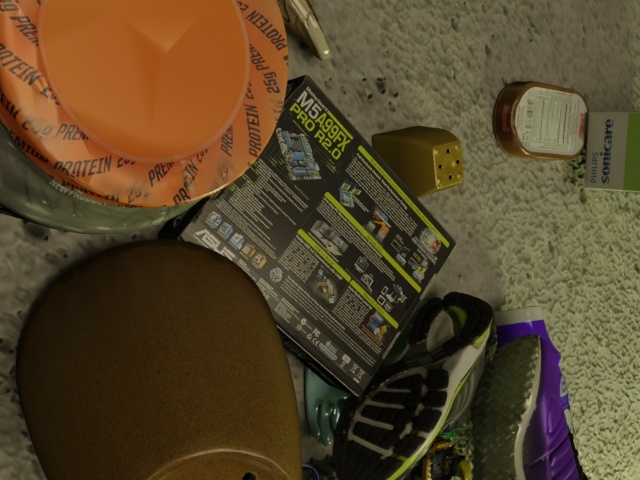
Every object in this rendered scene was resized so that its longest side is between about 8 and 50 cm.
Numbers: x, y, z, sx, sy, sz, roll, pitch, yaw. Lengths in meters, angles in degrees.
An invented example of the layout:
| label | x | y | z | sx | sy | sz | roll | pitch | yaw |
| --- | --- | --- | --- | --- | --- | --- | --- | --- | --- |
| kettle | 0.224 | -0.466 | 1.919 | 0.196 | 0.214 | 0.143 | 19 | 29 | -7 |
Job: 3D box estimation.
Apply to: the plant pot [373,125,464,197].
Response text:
| label | x | y | z | sx | sy | sz | roll | pitch | yaw |
| --- | --- | --- | --- | --- | --- | --- | --- | --- | --- |
| plant pot | 0.122 | -0.090 | 0.833 | 0.081 | 0.083 | 0.082 | -17 | 107 | -35 |

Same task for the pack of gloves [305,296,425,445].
| label | x | y | z | sx | sy | sz | roll | pitch | yaw |
| --- | --- | --- | --- | --- | --- | --- | --- | --- | --- |
| pack of gloves | 0.069 | 0.129 | 0.847 | 0.195 | 0.046 | 0.232 | -9 | 102 | -36 |

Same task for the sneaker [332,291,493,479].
| label | x | y | z | sx | sy | sz | roll | pitch | yaw |
| --- | --- | --- | --- | --- | --- | --- | --- | --- | --- |
| sneaker | 0.123 | 0.192 | 0.822 | 0.300 | 0.111 | 0.121 | -41 | 131 | -38 |

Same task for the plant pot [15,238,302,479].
| label | x | y | z | sx | sy | sz | roll | pitch | yaw |
| --- | --- | --- | --- | --- | --- | --- | --- | --- | --- |
| plant pot | -0.112 | 0.144 | 0.541 | 0.237 | 0.254 | 0.237 | -5 | 106 | -19 |

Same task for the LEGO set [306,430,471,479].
| label | x | y | z | sx | sy | sz | roll | pitch | yaw |
| --- | --- | --- | --- | --- | --- | --- | --- | --- | --- |
| LEGO set | 0.106 | 0.391 | 0.816 | 0.254 | 0.192 | 0.332 | 12 | 89 | -38 |

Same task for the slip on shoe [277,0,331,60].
| label | x | y | z | sx | sy | sz | roll | pitch | yaw |
| --- | --- | --- | --- | --- | --- | --- | --- | --- | --- |
| slip on shoe | -0.033 | -0.239 | 0.723 | 0.041 | 0.051 | 0.135 | -26 | 128 | 11 |

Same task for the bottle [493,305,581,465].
| label | x | y | z | sx | sy | sz | roll | pitch | yaw |
| --- | --- | --- | --- | --- | --- | --- | --- | --- | --- |
| bottle | 0.297 | 0.234 | 0.970 | 0.118 | 0.092 | 0.283 | 11 | 69 | -64 |

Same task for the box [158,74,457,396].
| label | x | y | z | sx | sy | sz | roll | pitch | yaw |
| --- | --- | --- | --- | --- | --- | --- | --- | --- | --- |
| box | 0.000 | 0.000 | 0.747 | 0.270 | 0.060 | 0.216 | 44 | 69 | -25 |

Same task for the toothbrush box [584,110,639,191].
| label | x | y | z | sx | sy | sz | roll | pitch | yaw |
| --- | --- | --- | --- | --- | --- | --- | --- | --- | --- |
| toothbrush box | 0.561 | -0.128 | 1.022 | 0.206 | 0.283 | 0.122 | -9 | 102 | -46 |

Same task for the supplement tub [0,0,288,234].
| label | x | y | z | sx | sy | sz | roll | pitch | yaw |
| --- | --- | --- | --- | --- | --- | --- | --- | --- | --- |
| supplement tub | -0.170 | -0.106 | 0.459 | 0.193 | 0.316 | 0.194 | -6 | 100 | -37 |

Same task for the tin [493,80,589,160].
| label | x | y | z | sx | sy | sz | roll | pitch | yaw |
| --- | --- | --- | --- | --- | --- | --- | --- | --- | --- |
| tin | 0.320 | -0.168 | 1.006 | 0.189 | 0.040 | 0.106 | -1 | 101 | -38 |

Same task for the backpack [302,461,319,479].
| label | x | y | z | sx | sy | sz | roll | pitch | yaw |
| --- | --- | --- | --- | --- | --- | --- | --- | --- | --- |
| backpack | -0.058 | 0.280 | 0.744 | 0.104 | 0.084 | 0.115 | 0 | 101 | -38 |

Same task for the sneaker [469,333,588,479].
| label | x | y | z | sx | sy | sz | roll | pitch | yaw |
| --- | --- | --- | --- | --- | --- | --- | --- | --- | --- |
| sneaker | 0.267 | 0.268 | 0.864 | 0.146 | 0.102 | 0.294 | 24 | 63 | -23 |
